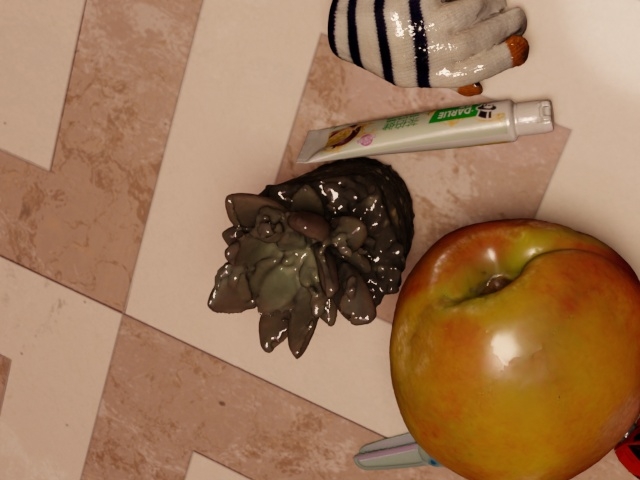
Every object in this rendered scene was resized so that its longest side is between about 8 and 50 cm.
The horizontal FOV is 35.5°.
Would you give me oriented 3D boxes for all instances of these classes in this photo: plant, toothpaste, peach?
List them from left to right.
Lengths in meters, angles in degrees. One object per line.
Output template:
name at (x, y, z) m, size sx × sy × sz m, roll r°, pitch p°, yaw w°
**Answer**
plant at (0.000, 0.000, 1.172) m, size 0.182 × 0.320 × 0.194 m, roll -13°, pitch 104°, yaw 22°
toothpaste at (0.125, -0.133, 1.228) m, size 0.315 × 0.058 × 0.055 m, roll -5°, pitch 82°, yaw 18°
peach at (0.232, 0.138, 1.155) m, size 0.308 × 0.307 × 0.332 m, roll -8°, pitch 124°, yaw 22°

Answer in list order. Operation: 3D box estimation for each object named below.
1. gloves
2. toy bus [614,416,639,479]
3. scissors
gloves at (0.128, -0.236, 1.159) m, size 0.219 × 0.131 × 0.140 m, roll 18°, pitch 115°, yaw 24°
toy bus at (0.442, 0.229, 1.210) m, size 0.081 × 0.089 × 0.195 m, roll 42°, pitch 116°, yaw 4°
scissors at (0.164, 0.278, 1.360) m, size 0.256 × 0.030 × 0.125 m, roll -15°, pitch 100°, yaw 21°
